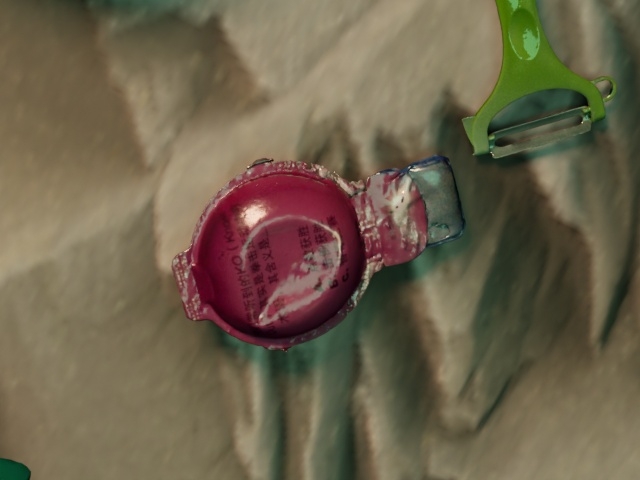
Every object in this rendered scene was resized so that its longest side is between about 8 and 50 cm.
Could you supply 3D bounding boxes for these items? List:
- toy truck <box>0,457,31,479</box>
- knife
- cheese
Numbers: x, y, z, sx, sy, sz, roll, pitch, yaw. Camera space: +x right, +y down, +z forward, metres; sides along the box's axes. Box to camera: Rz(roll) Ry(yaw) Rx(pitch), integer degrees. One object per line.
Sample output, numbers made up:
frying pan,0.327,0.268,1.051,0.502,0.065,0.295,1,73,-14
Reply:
toy truck,-0.236,0.224,0.828,0.177,0.178,0.363,19,103,-5
knife,0.092,-0.123,0.863,0.078,0.022,0.166,-18,109,-9
cheese,0.000,0.000,0.875,0.145,0.038,0.095,-18,110,-10
